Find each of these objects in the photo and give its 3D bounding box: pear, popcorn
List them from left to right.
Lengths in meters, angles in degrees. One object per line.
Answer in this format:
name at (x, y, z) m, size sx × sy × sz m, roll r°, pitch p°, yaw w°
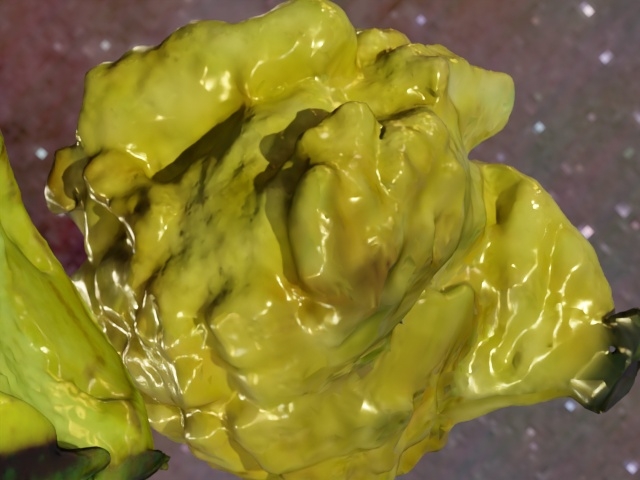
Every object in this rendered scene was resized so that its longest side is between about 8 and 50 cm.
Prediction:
pear at (-0.184, 0.012, 0.756) m, size 0.164 × 0.238 × 0.255 m, roll -25°, pitch -103°, yaw 9°
popcorn at (-0.006, -0.004, 1.005) m, size 0.293 × 0.293 × 0.237 m, roll -47°, pitch -134°, yaw 2°
